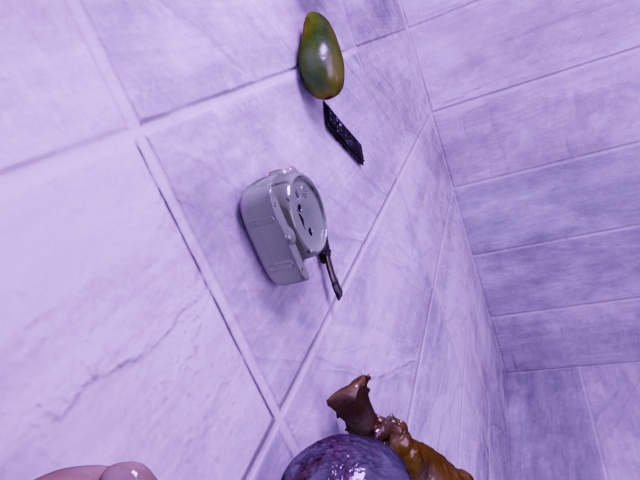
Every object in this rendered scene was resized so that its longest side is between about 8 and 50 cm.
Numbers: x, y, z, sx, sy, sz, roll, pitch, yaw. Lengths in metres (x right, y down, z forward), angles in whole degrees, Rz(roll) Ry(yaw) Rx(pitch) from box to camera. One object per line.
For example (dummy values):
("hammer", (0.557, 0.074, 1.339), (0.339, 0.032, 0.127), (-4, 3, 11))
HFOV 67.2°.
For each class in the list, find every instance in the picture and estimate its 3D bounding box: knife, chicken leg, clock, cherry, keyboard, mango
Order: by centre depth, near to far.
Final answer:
("cherry", (0.034, 0.329, 0.583), (0.195, 0.195, 0.195), (41, 43, -53))
("clock", (-0.042, -0.036, 0.727), (0.151, 0.062, 0.191), (68, 25, -20))
("chicken leg", (0.115, 0.404, 0.759), (0.295, 0.182, 0.409), (-49, 120, -42))
("knife", (0.002, -0.001, 0.854), (0.045, 0.021, 0.222), (-16, 89, -67))
("mango", (0.007, -0.366, 0.968), (0.122, 0.086, 0.191), (43, 42, -46))
("keyboard", (0.058, -0.242, 1.102), (0.196, 0.015, 0.074), (33, 48, -57))

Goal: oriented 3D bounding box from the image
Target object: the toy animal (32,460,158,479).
("toy animal", (-0.151, 0.233, 0.247), (0.171, 0.171, 0.197), (63, 26, -29))
